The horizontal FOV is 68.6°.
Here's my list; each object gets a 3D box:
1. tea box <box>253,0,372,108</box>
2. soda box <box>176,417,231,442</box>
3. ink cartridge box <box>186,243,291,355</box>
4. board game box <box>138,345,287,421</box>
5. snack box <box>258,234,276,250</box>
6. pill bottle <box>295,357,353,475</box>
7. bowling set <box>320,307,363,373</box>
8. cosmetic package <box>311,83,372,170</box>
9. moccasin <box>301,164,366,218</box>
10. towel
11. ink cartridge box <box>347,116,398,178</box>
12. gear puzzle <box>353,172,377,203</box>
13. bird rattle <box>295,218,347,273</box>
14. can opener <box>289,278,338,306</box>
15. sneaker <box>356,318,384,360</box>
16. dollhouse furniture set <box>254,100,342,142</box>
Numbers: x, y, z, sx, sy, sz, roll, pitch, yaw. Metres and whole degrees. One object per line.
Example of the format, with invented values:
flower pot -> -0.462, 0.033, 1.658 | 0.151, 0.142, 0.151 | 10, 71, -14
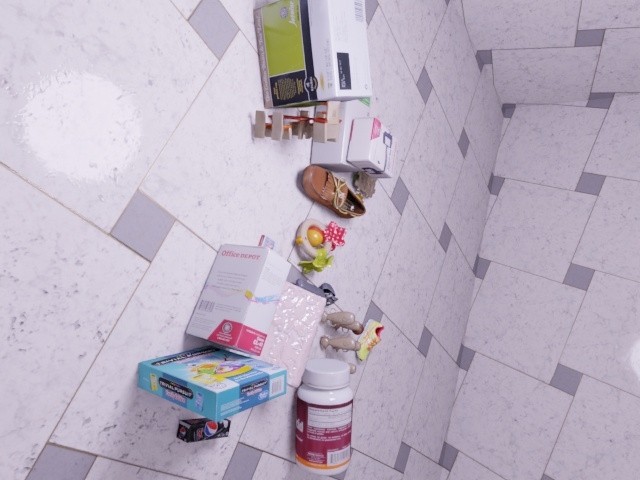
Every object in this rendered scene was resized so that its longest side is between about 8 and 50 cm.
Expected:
tea box -> -0.025, -0.630, 1.583 | 0.220, 0.323, 0.329 | -21, 110, -50
soda box -> -0.365, 0.594, 1.478 | 0.169, 0.060, 0.053 | 19, 77, -51
ink cartridge box -> -0.249, 0.178, 1.452 | 0.131, 0.226, 0.306 | 41, 63, -47
board game box -> -0.302, 0.384, 1.312 | 0.254, 0.336, 0.079 | -1, 94, -53
snack box -> -0.209, 0.073, 1.661 | 0.064, 0.022, 0.178 | 35, 66, -47
pill bottle -> 0.015, 0.684, 1.849 | 0.224, 0.224, 0.392 | 0, 93, -52
bowling set -> 0.094, 0.419, 2.021 | 0.200, 0.154, 0.287 | -11, 102, -71
cosmetic package -> 0.087, -0.469, 1.885 | 0.197, 0.155, 0.365 | 3, 90, -56
moccasin -> 0.060, -0.187, 1.881 | 0.380, 0.147, 0.139 | 41, 62, -46
towel -> -0.153, 0.297, 1.603 | 0.317, 0.053, 0.332 | 28, 69, -24
ink cartridge box -> 0.212, -0.360, 1.855 | 0.237, 0.100, 0.172 | 19, 78, -57
gear puzzle -> 0.203, -0.288, 2.152 | 0.175, 0.044, 0.339 | 29, 73, -51
bird rattle -> 0.000, 0.000, 1.849 | 0.207, 0.143, 0.253 | 45, 54, -25
can opener -> -0.027, 0.200, 1.890 | 0.283, 0.076, 0.095 | 33, 36, -48
sneaker -> 0.239, 0.474, 2.224 | 0.081, 0.094, 0.208 | 49, 58, -45
dollhouse furniture set -> -0.058, -0.418, 1.616 | 0.262, 0.259, 0.135 | -21, 120, -52
